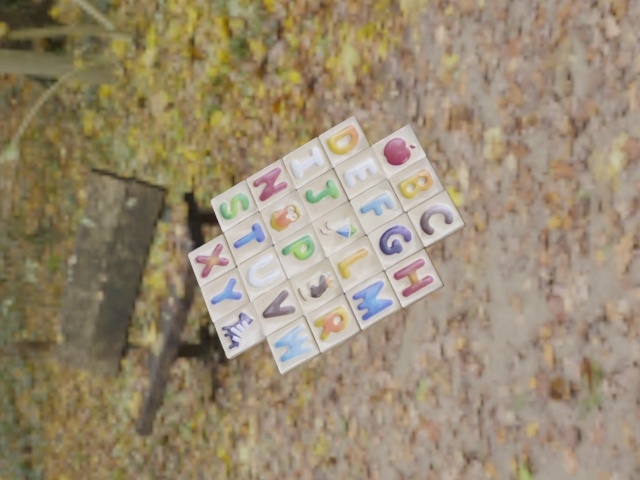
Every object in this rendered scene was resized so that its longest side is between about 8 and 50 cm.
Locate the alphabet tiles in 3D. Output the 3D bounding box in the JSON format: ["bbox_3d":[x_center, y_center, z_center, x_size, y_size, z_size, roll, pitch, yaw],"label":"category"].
[{"bbox_3d":[0.000,0.000,1.498,0.011,0.343,0.285,47,-164,-56],"label":"alphabet tiles"}]
